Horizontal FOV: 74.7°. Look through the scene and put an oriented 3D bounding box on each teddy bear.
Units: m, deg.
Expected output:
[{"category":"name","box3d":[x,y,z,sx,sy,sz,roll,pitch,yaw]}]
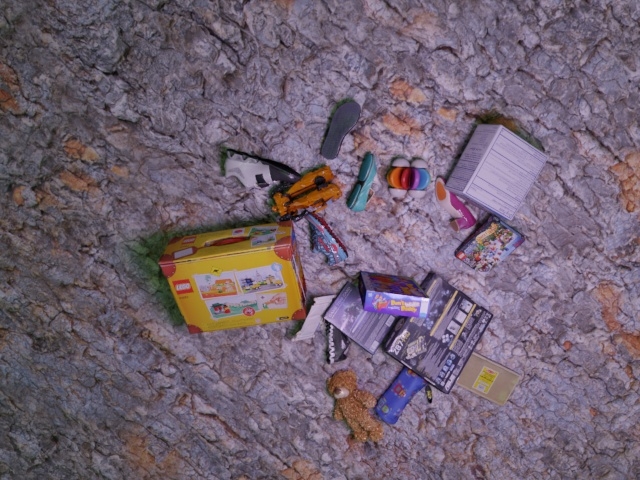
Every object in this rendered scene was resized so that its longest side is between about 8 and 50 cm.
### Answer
[{"category":"teddy bear","box3d":[0.145,0.741,1.843,0.245,0.113,0.338,-3,107,45]}]

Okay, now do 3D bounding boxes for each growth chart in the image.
[{"category":"growth chart","box3d":[-0.019,0.333,1.806,0.021,0.172,0.237,34,102,34]}]

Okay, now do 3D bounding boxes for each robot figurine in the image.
[{"category":"robot figurine","box3d":[-0.065,-0.181,1.730,0.291,0.085,0.211,-25,61,8]}]

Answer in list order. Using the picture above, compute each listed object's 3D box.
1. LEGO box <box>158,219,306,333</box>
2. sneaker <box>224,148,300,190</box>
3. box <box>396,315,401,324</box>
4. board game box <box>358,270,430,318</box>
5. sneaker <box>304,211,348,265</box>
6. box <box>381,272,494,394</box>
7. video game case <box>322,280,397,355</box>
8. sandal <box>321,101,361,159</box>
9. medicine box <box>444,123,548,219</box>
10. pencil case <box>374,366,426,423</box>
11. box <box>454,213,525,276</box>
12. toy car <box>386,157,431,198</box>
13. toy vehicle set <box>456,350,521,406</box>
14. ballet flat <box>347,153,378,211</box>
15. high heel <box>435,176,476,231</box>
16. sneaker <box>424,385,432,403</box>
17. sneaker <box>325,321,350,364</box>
[{"category":"LEGO box","box3d":[-0.329,0.153,1.696,0.500,0.193,0.372,-8,122,3]},{"category":"sneaker","box3d":[-0.244,-0.266,1.737,0.331,0.122,0.146,18,106,11]},{"category":"box","box3d":[0.383,0.414,1.858,0.116,0.029,0.162,22,97,-1]},{"category":"board game box","box3d":[0.279,0.207,1.670,0.233,0.347,0.078,7,98,0]},{"category":"sneaker","box3d":[0.000,0.000,1.772,0.125,0.104,0.262,-37,95,9]},{"category":"box","box3d":[0.494,0.385,1.759,0.318,0.097,0.395,35,79,-5]},{"category":"video game case","box3d":[0.172,0.335,1.818,0.274,0.026,0.196,37,74,-3]},{"category":"sandal","box3d":[0.079,-0.457,1.733,0.097,0.054,0.254,33,108,4]},{"category":"medicine box","box3d":[0.687,-0.269,1.652,0.263,0.149,0.289,24,99,-20]},{"category":"pencil case","box3d":[0.372,0.661,1.851,0.119,0.133,0.306,42,99,36]},{"category":"box","box3d":[0.693,0.024,1.733,0.159,0.044,0.233,33,125,-4]},{"category":"toy car","box3d":[0.364,-0.252,1.705,0.182,0.136,0.159,4,98,1]},{"category":"toy vehicle set","box3d":[0.735,0.611,1.872,0.267,0.035,0.166,27,98,-2]},{"category":"ballet flat","box3d":[0.193,-0.234,1.752,0.087,0.083,0.247,17,100,-25]},{"category":"high heel","box3d":[0.569,-0.162,1.757,0.117,0.082,0.244,-21,83,-27]},{"category":"sneaker","box3d":[0.493,0.696,1.892,0.031,0.035,0.083,-12,98,3]},{"category":"sneaker","box3d":[0.079,0.426,1.849,0.106,0.078,0.234,0,92,-12]}]
